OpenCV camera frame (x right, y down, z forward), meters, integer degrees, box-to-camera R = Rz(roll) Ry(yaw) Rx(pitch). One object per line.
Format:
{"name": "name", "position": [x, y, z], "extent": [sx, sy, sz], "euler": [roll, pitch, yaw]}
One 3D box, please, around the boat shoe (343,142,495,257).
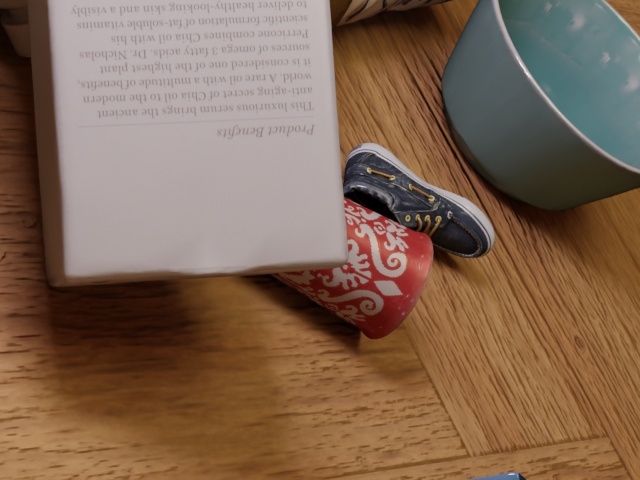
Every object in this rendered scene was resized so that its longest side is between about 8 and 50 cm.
{"name": "boat shoe", "position": [0.097, -0.020, 2.005], "extent": [0.183, 0.065, 0.083], "euler": [33, 37, -12]}

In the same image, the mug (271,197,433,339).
{"name": "mug", "position": [-0.003, 0.009, 1.844], "extent": [0.169, 0.150, 0.113], "euler": [28, 74, -22]}

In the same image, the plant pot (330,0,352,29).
{"name": "plant pot", "position": [-0.087, -0.295, 1.816], "extent": [0.237, 0.237, 0.254], "euler": [53, 3, 6]}

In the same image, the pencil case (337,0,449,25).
{"name": "pencil case", "position": [0.070, -0.335, 2.177], "extent": [0.410, 0.183, 0.160], "euler": [-22, 80, -56]}

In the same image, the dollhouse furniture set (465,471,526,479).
{"name": "dollhouse furniture set", "position": [0.094, 0.350, 1.622], "extent": [0.303, 0.198, 0.286], "euler": [38, 42, -78]}

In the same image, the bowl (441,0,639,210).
{"name": "bowl", "position": [0.259, -0.156, 2.235], "extent": [0.311, 0.163, 0.311], "euler": [31, 36, -26]}

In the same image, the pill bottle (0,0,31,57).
{"name": "pill bottle", "position": [-0.267, -0.281, 1.717], "extent": [0.121, 0.121, 0.221], "euler": [-65, 139, -55]}

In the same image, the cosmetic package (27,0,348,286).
{"name": "cosmetic package", "position": [-0.119, -0.195, 1.580], "extent": [0.230, 0.161, 0.453], "euler": [-3, 88, -14]}
